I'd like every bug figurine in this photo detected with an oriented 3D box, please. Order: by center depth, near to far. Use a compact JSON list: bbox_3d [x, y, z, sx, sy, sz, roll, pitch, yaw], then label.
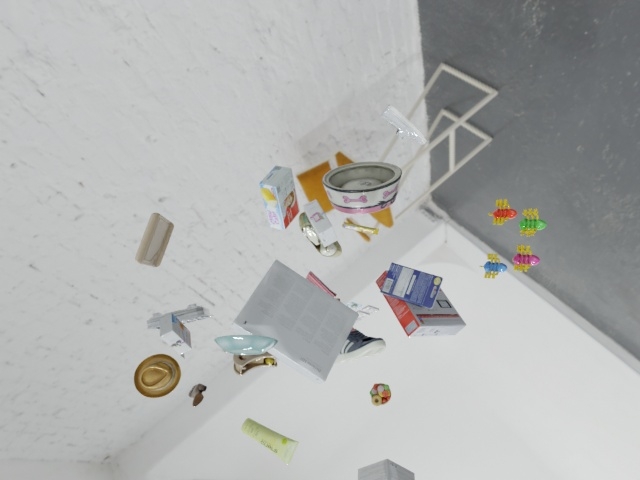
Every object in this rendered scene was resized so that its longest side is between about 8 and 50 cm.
[{"bbox_3d":[0.645,0.003,1.422,0.072,0.278,0.216,13,177,-29],"label":"bug figurine"}]

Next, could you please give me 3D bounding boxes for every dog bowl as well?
[{"bbox_3d":[0.218,-0.273,2.186,0.408,0.408,0.150,42,145,55],"label":"dog bowl"}]

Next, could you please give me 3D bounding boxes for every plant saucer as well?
[{"bbox_3d":[-0.229,0.326,1.296,0.195,0.195,0.037,63,-156,-64],"label":"plant saucer"}]

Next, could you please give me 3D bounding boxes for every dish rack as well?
[{"bbox_3d":[-0.673,0.365,2.027,0.333,0.286,0.072,127,130,-77],"label":"dish rack"}]

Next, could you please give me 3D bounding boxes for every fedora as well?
[{"bbox_3d":[-0.692,0.570,1.776,0.194,0.194,0.079,50,164,7],"label":"fedora"}]

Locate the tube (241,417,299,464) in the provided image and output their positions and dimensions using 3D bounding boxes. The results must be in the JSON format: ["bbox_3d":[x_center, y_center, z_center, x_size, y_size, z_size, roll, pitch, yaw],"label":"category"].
[{"bbox_3d":[-0.209,0.802,1.708,0.240,0.070,0.062,22,-153,20],"label":"tube"}]

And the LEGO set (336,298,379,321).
[{"bbox_3d":[0.139,0.331,2.073,0.244,0.182,0.060,21,-132,-33],"label":"LEGO set"}]

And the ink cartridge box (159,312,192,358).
[{"bbox_3d":[-0.594,0.401,1.762,0.181,0.062,0.104,64,179,-40],"label":"ink cartridge box"}]

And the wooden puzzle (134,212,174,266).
[{"bbox_3d":[-0.723,0.001,1.833,0.044,0.220,0.238,17,171,1],"label":"wooden puzzle"}]

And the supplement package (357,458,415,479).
[{"bbox_3d":[0.265,1.071,1.681,0.175,0.177,0.292,38,-146,-22],"label":"supplement package"}]

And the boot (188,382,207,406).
[{"bbox_3d":[-0.564,0.697,1.900,0.042,0.087,0.118,59,-145,-22],"label":"boot"}]

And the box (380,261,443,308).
[{"bbox_3d":[0.365,0.181,1.683,0.225,0.136,0.036,16,166,34],"label":"box"}]

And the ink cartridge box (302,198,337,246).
[{"bbox_3d":[0.000,-0.053,1.320,0.122,0.052,0.088,62,178,32],"label":"ink cartridge box"}]

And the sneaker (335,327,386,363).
[{"bbox_3d":[0.135,0.402,1.701,0.350,0.131,0.148,-39,56,55],"label":"sneaker"}]

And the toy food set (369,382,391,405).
[{"bbox_3d":[0.229,0.584,1.605,0.020,0.083,0.082,104,157,-78],"label":"toy food set"}]

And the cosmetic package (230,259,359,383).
[{"bbox_3d":[-0.088,0.291,1.529,0.377,0.284,0.097,34,149,-2],"label":"cosmetic package"}]

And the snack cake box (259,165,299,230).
[{"bbox_3d":[-0.186,-0.196,1.966,0.089,0.152,0.264,14,138,22],"label":"snack cake box"}]

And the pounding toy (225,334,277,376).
[{"bbox_3d":[-0.340,0.543,2.027,0.154,0.270,0.154,-96,10,-58],"label":"pounding toy"}]

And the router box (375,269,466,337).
[{"bbox_3d":[0.447,0.278,1.871,0.336,0.082,0.301,8,-140,-38],"label":"router box"}]

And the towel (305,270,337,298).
[{"bbox_3d":[-0.010,0.280,2.328,0.199,0.031,0.275,43,155,9],"label":"towel"}]

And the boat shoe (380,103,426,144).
[{"bbox_3d":[0.284,-0.386,1.453,0.184,0.063,0.066,39,-166,-14],"label":"boat shoe"}]

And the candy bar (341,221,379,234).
[{"bbox_3d":[0.172,-0.053,1.810,0.162,0.018,0.040,12,140,-1],"label":"candy bar"}]

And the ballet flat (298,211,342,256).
[{"bbox_3d":[0.000,0.000,2.117,0.348,0.123,0.123,52,174,-35],"label":"ballet flat"}]
